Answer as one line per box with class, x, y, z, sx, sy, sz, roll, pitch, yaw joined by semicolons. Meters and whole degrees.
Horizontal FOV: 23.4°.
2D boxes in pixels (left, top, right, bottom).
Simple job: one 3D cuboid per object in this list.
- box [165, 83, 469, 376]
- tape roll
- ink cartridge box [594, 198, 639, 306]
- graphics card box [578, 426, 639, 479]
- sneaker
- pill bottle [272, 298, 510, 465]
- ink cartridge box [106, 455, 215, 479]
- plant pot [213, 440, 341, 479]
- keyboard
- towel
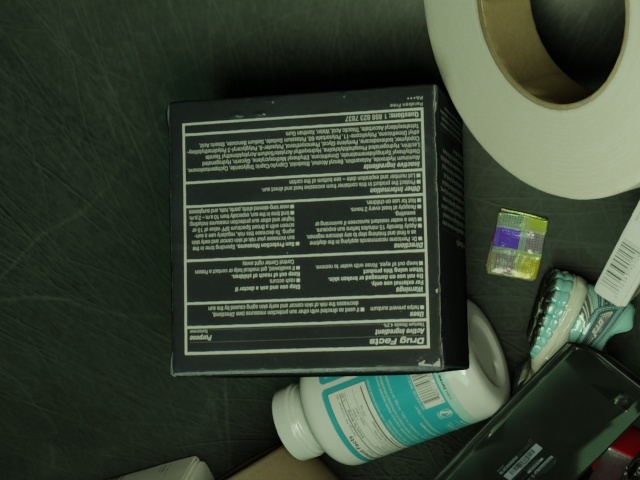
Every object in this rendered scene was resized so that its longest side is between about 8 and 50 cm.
box;0.000;0.000;1.666;0.296;0.183;0.294;-2;83;14
tape roll;0.244;-0.234;1.487;0.392;0.072;0.392;29;127;47
ink cartridge box;0.380;-0.052;1.605;0.045;0.208;0.206;35;126;20
graphics card box;0.365;0.425;1.865;0.233;0.094;0.371;26;109;1
sneaker;0.285;0.176;1.790;0.122;0.110;0.283;14;118;2
pill bottle;0.078;0.174;1.813;0.264;0.146;0.146;-23;108;22
ink cartridge box;-0.252;0.422;2.023;0.283;0.117;0.207;-18;110;20
plant pot;-0.039;0.376;1.899;0.263;0.263;0.229;-32;88;24
keyboard;0.260;0.270;1.767;0.201;0.033;0.317;38;110;-10
towel;0.226;0.007;1.775;0.060;0.009;0.083;13;118;7
